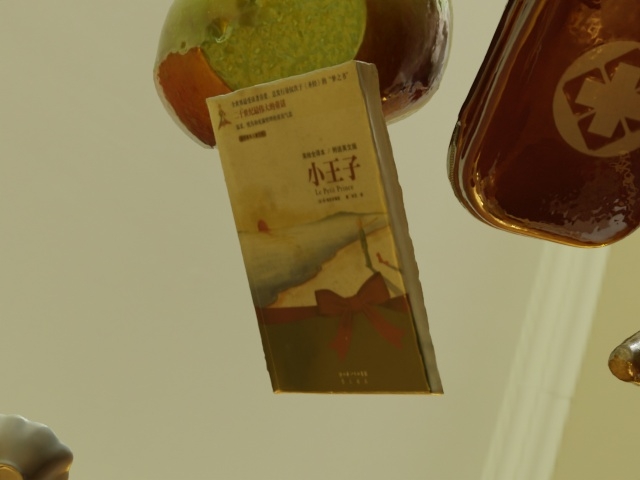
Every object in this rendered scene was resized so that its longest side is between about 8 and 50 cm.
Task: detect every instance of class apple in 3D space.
[{"bbox_3d":[-0.029,-0.283,1.478,0.384,0.374,0.374,-16,-76,-21],"label":"apple"}]

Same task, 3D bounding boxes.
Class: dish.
[{"bbox_3d":[-0.291,0.233,1.135,0.039,0.091,0.137,-49,-21,-63],"label":"dish"}]

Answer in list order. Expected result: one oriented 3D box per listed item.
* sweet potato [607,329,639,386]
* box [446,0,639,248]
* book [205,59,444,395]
[{"bbox_3d":[0.239,0.075,0.665,0.243,0.077,0.077,18,-102,-31],"label":"sweet potato"},{"bbox_3d":[0.297,-0.175,1.281,0.263,0.108,0.404,13,-62,-15],"label":"box"},{"bbox_3d":[0.000,0.000,1.050,0.026,0.201,0.289,-21,-80,-44],"label":"book"}]
